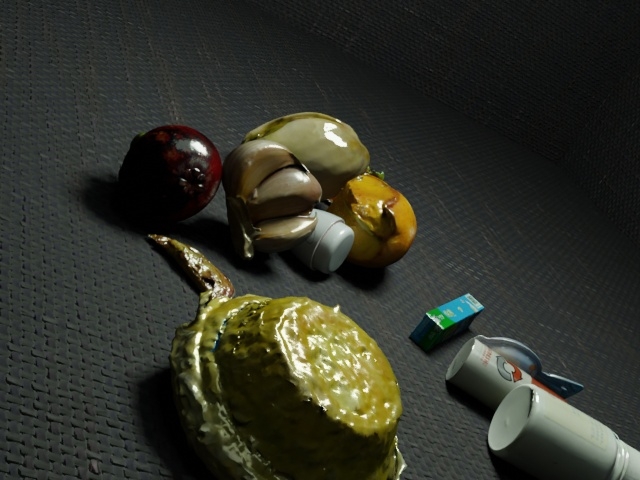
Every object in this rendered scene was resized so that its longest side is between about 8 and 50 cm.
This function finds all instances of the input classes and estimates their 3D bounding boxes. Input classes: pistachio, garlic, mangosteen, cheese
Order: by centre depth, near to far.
[{"bbox_3d":[-0.270,-0.124,1.619,0.200,0.200,0.200,29,21,-13],"label":"mangosteen"},{"bbox_3d":[-0.104,-0.083,1.710,0.191,0.214,0.160,-24,13,-25],"label":"garlic"},{"bbox_3d":[0.390,0.256,1.823,0.245,0.135,0.052,32,49,-14],"label":"cheese"},{"bbox_3d":[-0.034,-0.184,2.058,0.288,0.197,0.166,-3,20,-5],"label":"pistachio"}]

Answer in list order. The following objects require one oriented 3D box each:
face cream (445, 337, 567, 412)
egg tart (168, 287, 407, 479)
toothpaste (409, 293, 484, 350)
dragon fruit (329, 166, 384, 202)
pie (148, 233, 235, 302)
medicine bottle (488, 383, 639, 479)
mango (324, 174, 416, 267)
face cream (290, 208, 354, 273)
[{"bbox_3d":[0.351,0.282,1.742,0.214,0.096,0.096,34,21,-1],"label":"face cream"},{"bbox_3d":[-0.021,0.205,1.252,0.388,0.169,0.388,31,30,-20],"label":"egg tart"},{"bbox_3d":[0.265,0.166,1.914,0.050,0.065,0.267,44,22,16],"label":"toothpaste"},{"bbox_3d":[0.066,-0.133,2.236,0.138,0.175,0.142,55,-3,24],"label":"dragon fruit"},{"bbox_3d":[-0.203,0.043,1.547,0.191,0.033,0.088,43,19,23],"label":"pie"},{"bbox_3d":[0.434,0.367,1.611,0.258,0.143,0.143,30,21,-8],"label":"medicine bottle"},{"bbox_3d":[0.101,-0.045,2.002,0.350,0.201,0.199,-81,153,-78],"label":"mango"},{"bbox_3d":[0.000,0.000,1.817,0.104,0.117,0.117,30,19,18],"label":"face cream"}]
